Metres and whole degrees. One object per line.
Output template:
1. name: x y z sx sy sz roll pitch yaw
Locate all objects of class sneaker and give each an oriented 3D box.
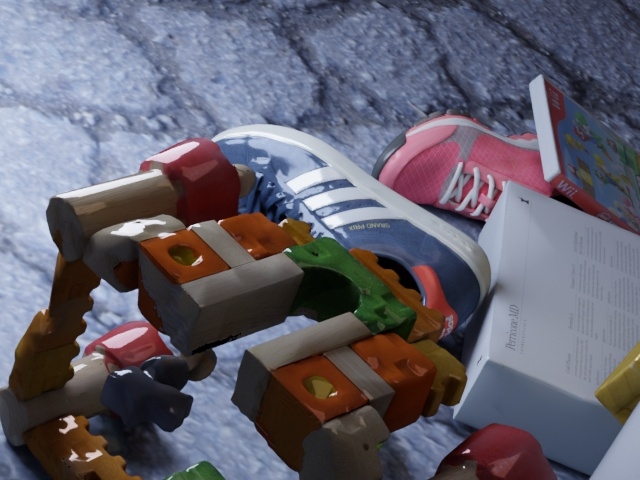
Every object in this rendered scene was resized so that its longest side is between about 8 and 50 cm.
1. sneaker: 0.211 -0.069 2.083 0.314 0.116 0.136 2 38 -33
2. sneaker: 0.000 0.000 1.828 0.350 0.131 0.148 27 47 20

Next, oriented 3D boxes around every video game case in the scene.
1. video game case: 0.373 -0.067 2.165 0.285 0.025 0.204 34 32 -25

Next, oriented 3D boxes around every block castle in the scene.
1. block castle: -0.039 0.150 1.393 0.213 0.303 0.453 -19 51 -41

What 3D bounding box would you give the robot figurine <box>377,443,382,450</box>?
1. robot figurine: 0.020 0.159 1.643 0.101 0.067 0.115 21 30 -8

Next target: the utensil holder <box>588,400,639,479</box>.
1. utensil holder: 0.324 0.283 1.314 0.327 0.385 0.327 25 22 -11

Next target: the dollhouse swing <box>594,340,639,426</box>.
1. dollhouse swing: 0.494 0.146 1.612 0.347 0.305 0.315 44 44 8

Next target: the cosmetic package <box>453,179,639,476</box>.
1. cosmetic package: 0.303 0.108 1.891 0.284 0.097 0.377 25 31 -5
